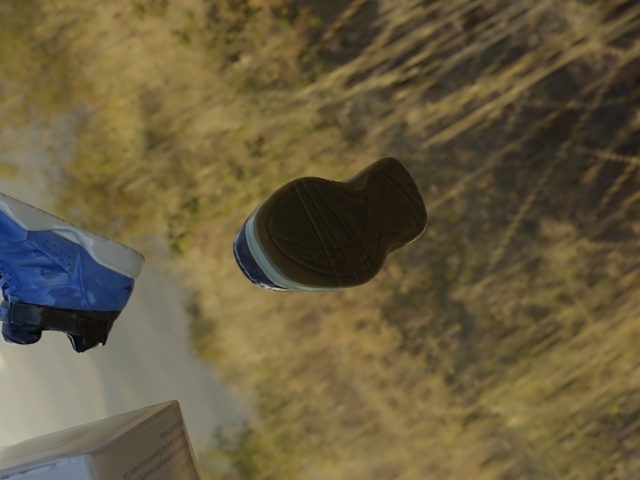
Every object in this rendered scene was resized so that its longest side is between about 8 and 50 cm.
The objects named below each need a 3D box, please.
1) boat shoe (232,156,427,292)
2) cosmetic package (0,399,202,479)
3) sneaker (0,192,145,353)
[{"bbox_3d":[0.000,-0.001,1.062,0.080,0.073,0.223,61,-150,1],"label":"boat shoe"},{"bbox_3d":[-0.124,0.303,0.989,0.197,0.155,0.365,-15,-91,-79],"label":"cosmetic package"},{"bbox_3d":[-0.192,0.019,0.985,0.152,0.084,0.058,24,174,-20],"label":"sneaker"}]
